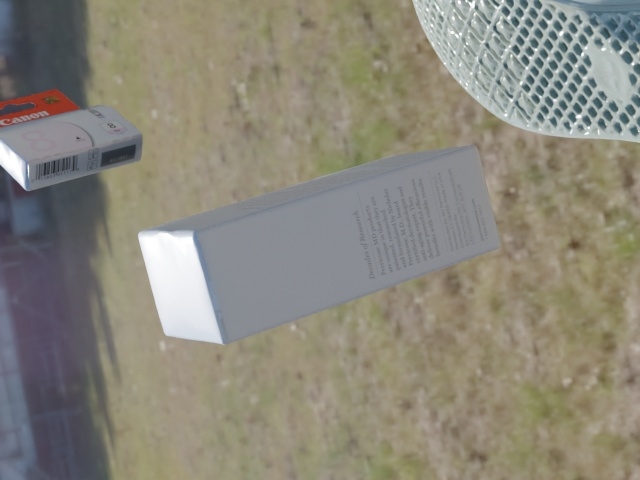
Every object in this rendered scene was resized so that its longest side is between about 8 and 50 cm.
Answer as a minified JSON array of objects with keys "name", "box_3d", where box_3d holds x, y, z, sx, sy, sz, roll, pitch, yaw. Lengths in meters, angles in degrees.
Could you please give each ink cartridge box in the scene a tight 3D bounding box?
[{"name":"ink cartridge box","box_3d":[-0.396,-0.167,1.845,0.232,0.189,0.066,43,135,32]}]

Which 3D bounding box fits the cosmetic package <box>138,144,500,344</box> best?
[{"name":"cosmetic package","box_3d":[0.000,0.000,1.829,0.230,0.453,0.162,0,105,64]}]

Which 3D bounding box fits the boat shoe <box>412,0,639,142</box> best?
[{"name":"boat shoe","box_3d":[0.246,-0.186,1.064,0.500,0.156,0.187,25,142,54]}]
